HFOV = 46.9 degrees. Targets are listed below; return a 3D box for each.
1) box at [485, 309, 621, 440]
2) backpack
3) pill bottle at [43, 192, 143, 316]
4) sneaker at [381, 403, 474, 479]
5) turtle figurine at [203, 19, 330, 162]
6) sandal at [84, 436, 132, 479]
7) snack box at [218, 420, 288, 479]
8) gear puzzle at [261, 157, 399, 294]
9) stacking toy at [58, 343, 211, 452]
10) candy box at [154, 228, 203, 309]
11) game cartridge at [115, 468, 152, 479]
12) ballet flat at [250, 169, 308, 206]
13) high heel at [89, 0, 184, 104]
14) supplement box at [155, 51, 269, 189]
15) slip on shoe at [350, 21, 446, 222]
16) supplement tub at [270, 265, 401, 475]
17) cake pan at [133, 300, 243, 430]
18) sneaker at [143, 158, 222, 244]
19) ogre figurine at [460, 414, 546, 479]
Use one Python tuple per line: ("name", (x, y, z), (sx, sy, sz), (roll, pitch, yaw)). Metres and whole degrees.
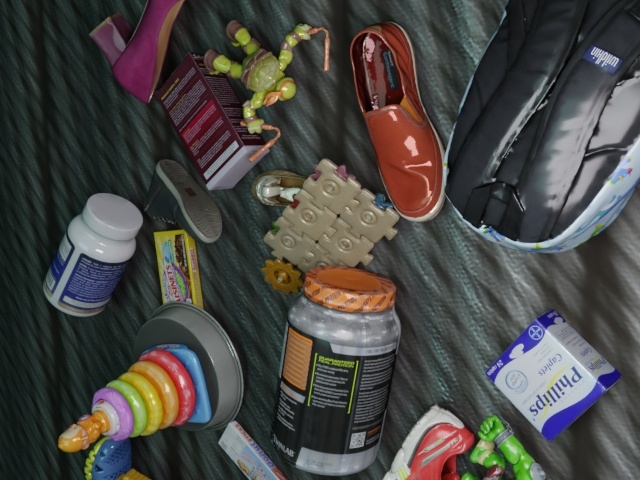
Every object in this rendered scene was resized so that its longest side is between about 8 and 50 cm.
("box", (0.339, 0.197, 1.085), (0.137, 0.072, 0.126), (47, 122, 22))
("backpack", (0.318, -0.150, 0.961), (0.290, 0.273, 0.355), (30, 92, 28))
("pill bottle", (-0.504, 0.031, 1.645), (0.153, 0.153, 0.264), (48, 121, 22))
("sneaker", (0.168, 0.409, 1.228), (0.118, 0.107, 0.278), (32, 115, 23))
("turtle figurine", (-0.118, -0.295, 1.330), (0.217, 0.087, 0.269), (38, 106, 30))
("sandal", (-0.469, 0.593, 1.731), (0.138, 0.126, 0.317), (17, 114, 28))
("snack box", (-0.138, 0.455, 1.513), (0.178, 0.022, 0.064), (42, 118, 25))
("gear puzzle", (0.000, 0.000, 1.308), (0.175, 0.044, 0.339), (37, 133, -3))
("stacking toy", (-0.371, 0.321, 1.408), (0.175, 0.302, 0.165), (-7, 99, 38))
("candy box", (-0.302, 0.079, 1.579), (0.105, 0.027, 0.205), (-4, 94, 39))
("game cartridge", (-0.343, 0.684, 1.622), (0.324, 0.053, 0.285), (27, 113, 10))
("ballet flat", (-0.064, -0.093, 1.349), (0.206, 0.067, 0.073), (4, 99, 37))
("high heel", (-0.281, -0.431, 1.468), (0.377, 0.127, 0.181), (-25, 110, 33))
("supplement box", (-0.214, -0.232, 1.438), (0.130, 0.073, 0.239), (-39, 74, 33))
("slip on shoe", (0.117, -0.188, 1.179), (0.123, 0.101, 0.331), (-12, 90, 36))
("supplement tub", (0.027, 0.214, 1.246), (0.194, 0.194, 0.315), (20, 108, 34))
("cake pan", (-0.290, 0.275, 1.562), (0.293, 0.054, 0.293), (11, 109, 33))
("sneaker", (-0.284, -0.053, 1.523), (0.222, 0.083, 0.118), (54, 130, 27))
("ogre figurine", (0.281, 0.381, 1.143), (0.118, 0.097, 0.197), (33, 104, 42))
